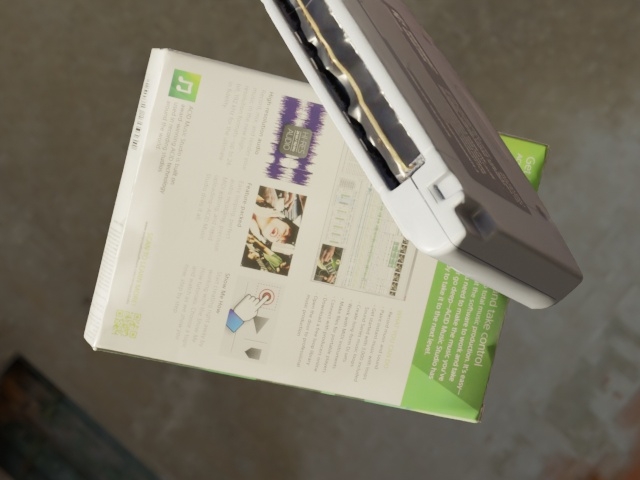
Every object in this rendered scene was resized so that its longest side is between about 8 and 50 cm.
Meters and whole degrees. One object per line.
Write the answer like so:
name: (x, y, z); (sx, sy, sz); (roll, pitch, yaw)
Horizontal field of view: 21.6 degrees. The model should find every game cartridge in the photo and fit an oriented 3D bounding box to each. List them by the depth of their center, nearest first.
game cartridge: (0.064, -0.085, 1.148); (0.060, 0.294, 0.196); (-41, -32, 20)

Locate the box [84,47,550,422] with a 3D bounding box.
box: (0.000, 0.000, 1.300); (0.058, 0.322, 0.232); (-152, 75, -73)
